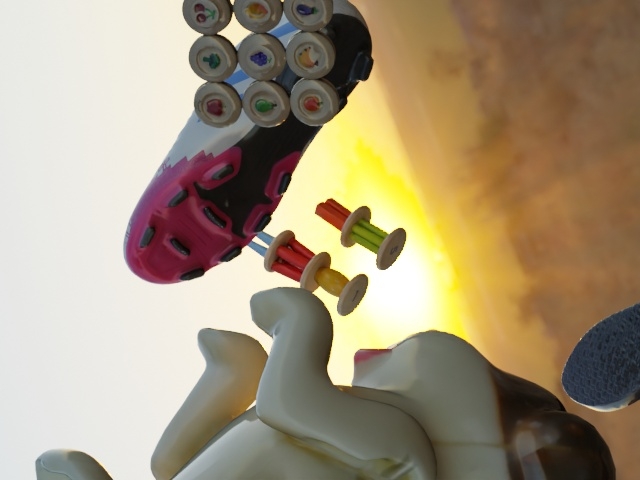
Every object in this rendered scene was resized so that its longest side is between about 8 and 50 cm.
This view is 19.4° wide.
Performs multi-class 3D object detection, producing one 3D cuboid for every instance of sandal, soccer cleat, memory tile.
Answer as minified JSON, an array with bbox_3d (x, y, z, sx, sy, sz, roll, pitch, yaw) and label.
[{"bbox_3d":[0.357,0.091,1.884,0.054,0.254,0.097,38,-161,-44],"label":"sandal"},{"bbox_3d":[-0.076,-0.102,1.812,0.116,0.331,0.143,36,-171,-33],"label":"soccer cleat"},{"bbox_3d":[-0.044,-0.150,1.354,0.012,0.113,0.148,-67,-26,-62],"label":"memory tile"}]

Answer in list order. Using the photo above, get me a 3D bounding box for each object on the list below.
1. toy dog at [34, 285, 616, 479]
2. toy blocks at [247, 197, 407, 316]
[{"bbox_3d":[0.018,0.214,1.314,0.395,0.408,0.284,53,147,13],"label":"toy dog"},{"bbox_3d":[0.000,0.000,2.021,0.148,0.123,0.054,31,156,23],"label":"toy blocks"}]
